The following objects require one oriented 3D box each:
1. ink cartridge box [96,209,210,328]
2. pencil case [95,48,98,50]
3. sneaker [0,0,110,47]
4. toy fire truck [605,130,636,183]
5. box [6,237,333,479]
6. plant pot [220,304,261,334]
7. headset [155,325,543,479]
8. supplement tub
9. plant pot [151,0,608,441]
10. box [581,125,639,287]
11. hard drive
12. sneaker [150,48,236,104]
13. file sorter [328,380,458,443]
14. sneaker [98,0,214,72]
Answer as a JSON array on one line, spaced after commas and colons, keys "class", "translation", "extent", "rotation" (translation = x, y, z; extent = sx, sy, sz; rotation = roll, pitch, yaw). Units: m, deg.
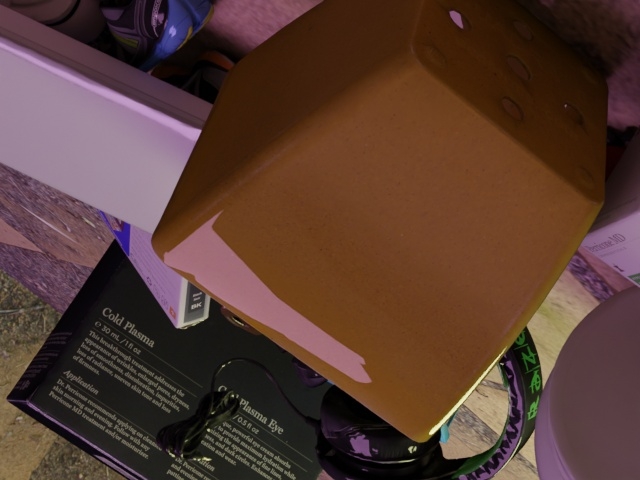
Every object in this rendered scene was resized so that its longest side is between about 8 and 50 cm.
[{"class": "ink cartridge box", "translation": [-0.174, -0.046, 1.418], "extent": [0.206, 0.045, 0.208], "rotation": [53, 152, 28]}, {"class": "pencil case", "translation": [-0.278, -0.190, 1.343], "extent": [0.151, 0.064, 0.070], "rotation": [29, 171, 12]}, {"class": "sneaker", "translation": [-0.292, -0.229, 1.230], "extent": [0.235, 0.090, 0.095], "rotation": [28, 178, 23]}, {"class": "toy fire truck", "translation": [0.222, -0.018, 0.948], "extent": [0.135, 0.047, 0.192], "rotation": [40, 163, -32]}, {"class": "box", "translation": [-0.138, 0.154, 1.663], "extent": [0.343, 0.313, 0.179], "rotation": [36, 164, -13]}, {"class": "plant pot", "translation": [0.000, 0.000, 1.141], "extent": [0.166, 0.165, 0.167], "rotation": [15, 165, 4]}, {"class": "headset", "translation": [0.023, 0.151, 1.384], "extent": [0.394, 0.185, 0.244], "rotation": [-12, 102, 37]}, {"class": "supplement tub", "translation": [0.288, 0.178, 1.085], "extent": [0.228, 0.228, 0.316], "rotation": [24, 163, 25]}, {"class": "plant pot", "translation": [0.057, -0.048, 0.843], "extent": [0.212, 0.212, 0.187], "rotation": [36, 127, -15]}, {"class": "box", "translation": [0.224, -0.024, 0.825], "extent": [0.087, 0.102, 0.101], "rotation": [35, 165, -4]}, {"class": "hard drive", "translation": [-0.220, -0.105, 1.210], "extent": [0.307, 0.040, 0.203], "rotation": [25, 150, 4]}, {"class": "sneaker", "translation": [-0.108, -0.110, 1.235], "extent": [0.084, 0.083, 0.215], "rotation": [41, 161, -22]}, {"class": "file sorter", "translation": [0.085, 0.129, 1.549], "extent": [0.170, 0.104, 0.118], "rotation": [26, 163, 19]}, {"class": "sneaker", "translation": [-0.144, -0.184, 1.133], "extent": [0.078, 0.067, 0.188], "rotation": [50, 160, -9]}]
